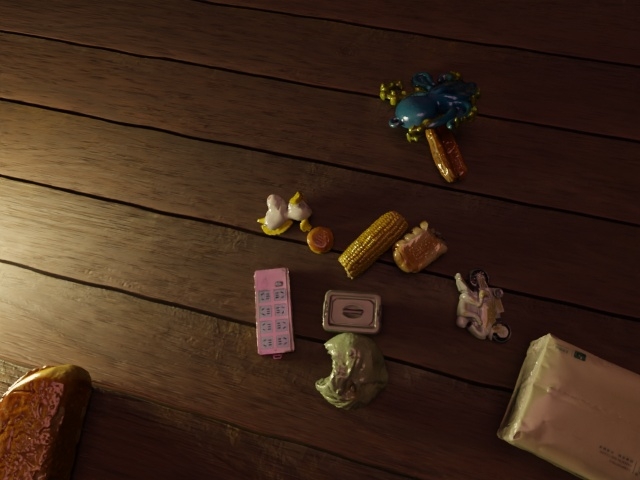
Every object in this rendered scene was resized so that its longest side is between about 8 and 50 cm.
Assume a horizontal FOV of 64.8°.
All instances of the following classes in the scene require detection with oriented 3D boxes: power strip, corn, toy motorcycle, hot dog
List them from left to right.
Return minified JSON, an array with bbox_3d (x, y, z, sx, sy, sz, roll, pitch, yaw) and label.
[{"bbox_3d":[-0.796,0.540,1.389,0.223,0.185,0.405,6,72,5],"label":"hot dog"},{"bbox_3d":[-0.138,0.213,1.515,0.109,0.037,0.278,-7,71,3],"label":"power strip"},{"bbox_3d":[0.160,0.010,1.527,0.244,0.093,0.093,-43,74,-9],"label":"corn"},{"bbox_3d":[0.399,-0.292,1.621,0.092,0.062,0.235,-10,69,-7],"label":"hot dog"},{"bbox_3d":[0.452,0.197,1.452,0.151,0.074,0.228,-18,80,-7],"label":"toy motorcycle"}]

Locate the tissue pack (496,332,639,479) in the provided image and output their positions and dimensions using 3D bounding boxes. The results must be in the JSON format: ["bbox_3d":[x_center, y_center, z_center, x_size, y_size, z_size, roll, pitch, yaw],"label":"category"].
[{"bbox_3d":[0.686,0.451,1.276,0.381,0.207,0.297,22,74,12],"label":"tissue pack"}]

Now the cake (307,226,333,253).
[{"bbox_3d":[0.000,0.000,1.570,0.084,0.044,0.084,-1,71,3],"label":"cake"}]

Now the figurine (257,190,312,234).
[{"bbox_3d":[-0.115,-0.085,1.589,0.178,0.109,0.129,-6,93,6],"label":"figurine"}]

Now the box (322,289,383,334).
[{"bbox_3d":[0.095,0.215,1.466,0.172,0.093,0.123,4,72,6],"label":"box"}]

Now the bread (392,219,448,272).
[{"bbox_3d":[0.295,0.020,1.511,0.177,0.084,0.119,-34,92,-9],"label":"bread"}]

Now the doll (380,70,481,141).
[{"bbox_3d":[0.362,-0.439,1.633,0.341,0.098,0.346,-23,45,-13],"label":"doll"}]

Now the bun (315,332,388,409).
[{"bbox_3d":[0.080,0.363,1.371,0.204,0.126,0.212,-17,98,4],"label":"bun"}]
